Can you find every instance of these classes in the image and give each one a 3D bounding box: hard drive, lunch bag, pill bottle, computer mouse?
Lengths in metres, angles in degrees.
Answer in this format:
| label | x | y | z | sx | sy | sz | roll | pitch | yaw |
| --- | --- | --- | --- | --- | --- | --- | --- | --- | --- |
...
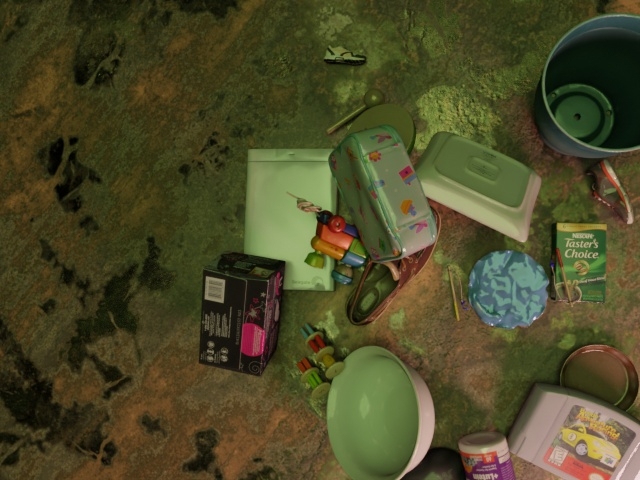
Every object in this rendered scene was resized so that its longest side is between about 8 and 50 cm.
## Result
| label | x | y | z | sx | sy | sz | roll | pitch | yaw |
| --- | --- | --- | --- | --- | --- | --- | --- | --- | --- |
| hard drive | -0.074 | -0.053 | 1.333 | 0.233 | 0.047 | 0.353 | 1 | 87 | 9 |
| lunch bag | 0.123 | -0.097 | 1.113 | 0.108 | 0.224 | 0.279 | -22 | 88 | -14 |
| pill bottle | 0.384 | 0.542 | 1.195 | 0.108 | 0.108 | 0.193 | -13 | 85 | 8 |
| computer mouse | 0.228 | 0.600 | 1.235 | 0.272 | 0.072 | 0.188 | -43 | 81 | 5 |

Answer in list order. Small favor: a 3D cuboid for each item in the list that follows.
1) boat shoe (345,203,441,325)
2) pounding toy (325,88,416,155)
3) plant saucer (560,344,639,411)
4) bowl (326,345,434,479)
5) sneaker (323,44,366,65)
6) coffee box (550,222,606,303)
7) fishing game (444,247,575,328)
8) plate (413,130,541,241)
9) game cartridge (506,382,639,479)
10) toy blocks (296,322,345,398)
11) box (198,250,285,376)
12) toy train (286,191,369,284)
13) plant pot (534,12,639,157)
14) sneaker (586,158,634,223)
| label | x | y | z | sx | sy | sz | roll | pitch | yaw |
| --- | --- | --- | --- | --- | --- | --- | --- | --- | --- |
| boat shoe | 0.170 | 0.058 | 1.249 | 0.123 | 0.123 | 0.342 | 37 | 93 | 9 |
| pounding toy | 0.148 | -0.240 | 1.295 | 0.183 | 0.110 | 0.237 | -42 | 54 | 13 |
| plant saucer | 0.631 | 0.320 | 1.209 | 0.169 | 0.029 | 0.168 | 0 | 87 | 8 |
| bowl | 0.155 | 0.393 | 1.198 | 0.298 | 0.134 | 0.297 | -23 | 59 | 47 |
| sneaker | 0.063 | -0.469 | 1.338 | 0.109 | 0.040 | 0.043 | 9 | 86 | 9 |
| coffee box | 0.594 | 0.050 | 1.223 | 0.113 | 0.040 | 0.184 | 3 | 87 | 9 |
| fishing game | 0.439 | 0.115 | 1.242 | 0.264 | 0.041 | 0.189 | -15 | 85 | 20 |
| plate | 0.352 | -0.143 | 1.177 | 0.277 | 0.278 | 0.045 | 27 | 133 | 10 |
| game cartridge | 0.590 | 0.445 | 1.179 | 0.294 | 0.060 | 0.196 | 23 | 99 | 9 |
| toy blocks | -0.018 | 0.287 | 1.292 | 0.148 | 0.054 | 0.123 | 50 | 118 | 39 |
| box | -0.186 | 0.167 | 1.258 | 0.163 | 0.142 | 0.247 | 10 | 108 | 10 |
| toy train | 0.000 | 0.000 | 1.234 | 0.248 | 0.105 | 0.143 | 23 | 93 | -20 |
| plant pot | 0.586 | -0.295 | 1.136 | 0.272 | 0.255 | 0.271 | -1 | 86 | 10 |
| sneaker | 0.665 | -0.106 | 1.223 | 0.065 | 0.061 | 0.158 | -27 | 81 | 34 |
